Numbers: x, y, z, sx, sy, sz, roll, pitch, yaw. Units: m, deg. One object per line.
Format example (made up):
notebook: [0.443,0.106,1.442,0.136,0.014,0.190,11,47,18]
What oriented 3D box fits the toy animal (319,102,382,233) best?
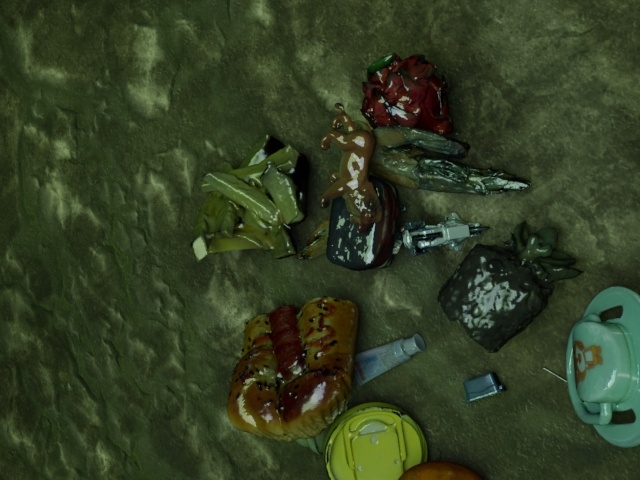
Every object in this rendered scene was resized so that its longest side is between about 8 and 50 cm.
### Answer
toy animal: [0.083,-0.171,1.370,0.158,0.097,0.312,8,104,25]

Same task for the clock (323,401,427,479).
clock: [0.145,0.573,1.532,0.277,0.071,0.293,-2,99,-4]

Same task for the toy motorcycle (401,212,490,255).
toy motorcycle: [0.304,-0.015,1.435,0.150,0.221,0.102,174,88,-69]

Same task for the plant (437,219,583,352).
plant: [0.446,0.094,1.348,0.312,0.213,0.215,-47,70,18]

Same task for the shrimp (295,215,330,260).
shrimp: [0.000,0.000,1.650,0.190,0.042,0.101,-38,55,21]

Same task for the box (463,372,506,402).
box: [0.414,0.373,1.447,0.099,0.074,0.054,-27,69,22]

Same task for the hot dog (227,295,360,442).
hot dog: [-0.077,0.341,1.504,0.368,0.196,0.365,-17,44,24]

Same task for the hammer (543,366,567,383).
hammer: [0.596,0.343,1.389,0.110,0.019,0.035,30,103,24]

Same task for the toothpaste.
toothpaste: [0.177,0.323,1.567,0.234,0.057,0.089,-31,76,29]

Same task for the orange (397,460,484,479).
orange: [0.304,0.692,1.406,0.284,0.226,0.283,1,98,8]

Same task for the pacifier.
pacifier: [0.691,0.282,1.259,0.269,0.288,0.343,10,71,-8]

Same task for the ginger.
ginger: [-0.216,-0.115,1.603,0.358,0.211,0.413,24,93,38]

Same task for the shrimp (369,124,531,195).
shrimp: [0.297,-0.196,1.405,0.445,0.272,0.085,15,72,13]

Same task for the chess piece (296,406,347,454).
chess piece: [-0.106,0.480,1.639,0.331,0.182,0.182,9,95,30]

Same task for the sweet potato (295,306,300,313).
sweet potato: [-0.101,0.232,1.699,0.117,0.049,0.049,-22,81,34]

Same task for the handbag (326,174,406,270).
handbag: [0.125,-0.045,1.507,0.181,0.181,0.254,5,90,26]

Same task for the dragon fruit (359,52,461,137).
dragon fruit: [0.230,-0.334,1.442,0.293,0.234,0.234,46,109,2]
